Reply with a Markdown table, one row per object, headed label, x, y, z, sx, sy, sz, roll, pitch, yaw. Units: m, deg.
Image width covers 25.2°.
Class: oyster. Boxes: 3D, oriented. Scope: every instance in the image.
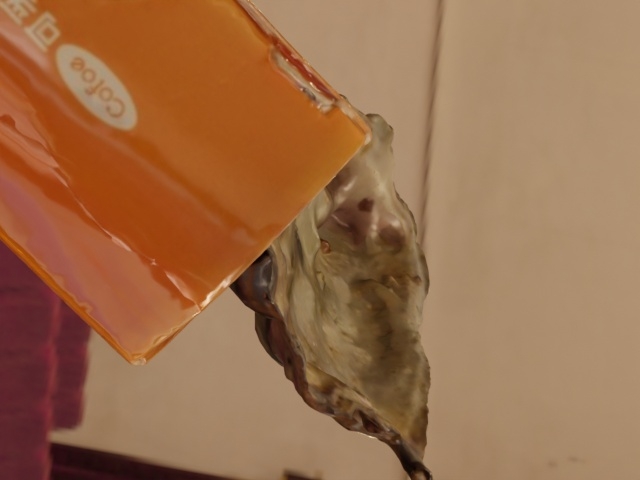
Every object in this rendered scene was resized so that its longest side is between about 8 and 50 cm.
| label | x | y | z | sx | sy | sz | roll | pitch | yaw |
| --- | --- | --- | --- | --- | --- | --- | --- | --- | --- |
| oyster | 0.000 | -0.008 | 0.914 | 0.361 | 0.096 | 0.221 | -86 | 161 | -57 |

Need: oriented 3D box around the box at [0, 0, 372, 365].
| label | x | y | z | sx | sy | sz | roll | pitch | yaw |
| --- | --- | --- | --- | --- | --- | --- | --- | --- | --- |
| box | -0.140 | -0.105 | 0.675 | 0.143 | 0.225 | 0.341 | -44 | -158 | -3 |
